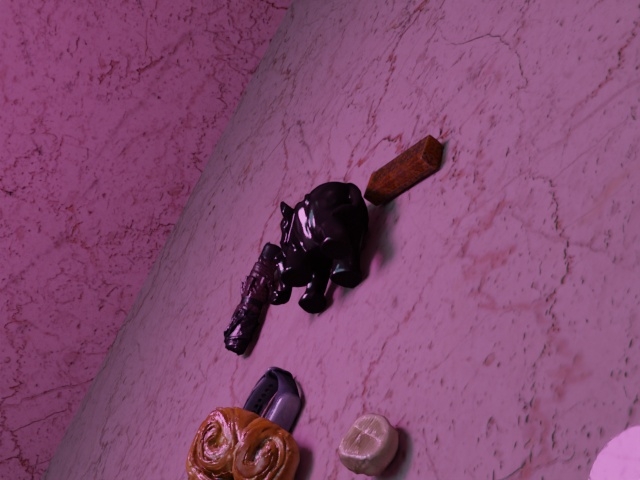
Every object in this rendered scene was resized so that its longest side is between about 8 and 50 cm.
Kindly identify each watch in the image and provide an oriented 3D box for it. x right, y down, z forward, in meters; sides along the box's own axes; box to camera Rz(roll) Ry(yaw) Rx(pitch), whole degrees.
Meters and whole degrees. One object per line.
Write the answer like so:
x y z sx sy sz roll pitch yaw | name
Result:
-0.120 0.388 1.825 0.193 0.068 0.206 7 73 66 | watch

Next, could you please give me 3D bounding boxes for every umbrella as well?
-0.183 0.155 2.217 0.094 0.090 0.326 -26 41 61 | umbrella

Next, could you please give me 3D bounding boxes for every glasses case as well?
0.184 -0.152 1.817 0.218 0.049 0.075 -32 29 51 | glasses case

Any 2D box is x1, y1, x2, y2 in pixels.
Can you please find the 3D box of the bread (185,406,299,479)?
-0.157 0.454 1.657 0.236 0.120 0.198 18 76 27 | bread

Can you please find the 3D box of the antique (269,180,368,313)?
0.000 0.000 1.882 0.322 0.185 0.255 -42 36 39 | antique

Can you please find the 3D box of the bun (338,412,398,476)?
0.089 0.355 1.391 0.115 0.069 0.115 -28 33 20 | bun
